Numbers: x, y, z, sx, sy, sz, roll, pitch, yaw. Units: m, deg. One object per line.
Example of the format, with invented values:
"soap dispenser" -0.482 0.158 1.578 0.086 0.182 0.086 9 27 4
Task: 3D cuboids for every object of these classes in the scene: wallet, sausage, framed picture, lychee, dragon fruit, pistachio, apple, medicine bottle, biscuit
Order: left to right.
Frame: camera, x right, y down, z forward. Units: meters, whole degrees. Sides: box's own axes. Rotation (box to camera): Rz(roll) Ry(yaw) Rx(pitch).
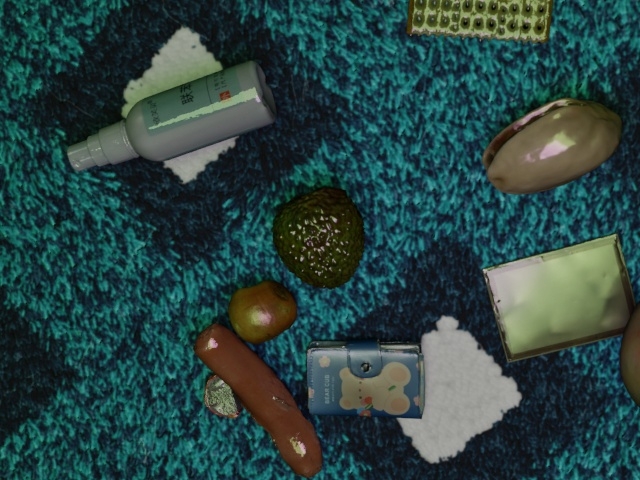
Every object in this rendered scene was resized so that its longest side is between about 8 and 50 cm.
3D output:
"medicine bottle" -0.252 -0.192 1.523 0.351 0.110 0.110 -18 95 9
"dragon fruit" -0.171 0.270 1.604 0.060 0.056 0.083 -19 91 7
"apple" -0.099 0.119 1.553 0.114 0.099 0.102 -27 91 13
"sausage" -0.096 0.270 1.563 0.079 0.087 0.327 -24 110 42
"lychee" 0.000 0.000 1.497 0.171 0.171 0.171 1 98 7
"wallet" 0.078 0.235 1.567 0.202 0.059 0.141 0 104 9
"biscuit" 0.259 -0.390 1.482 0.231 0.016 0.139 6 97 6
"pistachio" 0.366 -0.148 1.448 0.223 0.126 0.152 -18 131 10
"framed picture" 0.402 0.098 1.532 0.231 0.010 0.173 -14 96 9

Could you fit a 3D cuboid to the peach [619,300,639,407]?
"peach" 0.612 0.167 1.402 0.292 0.247 0.292 0 90 27
